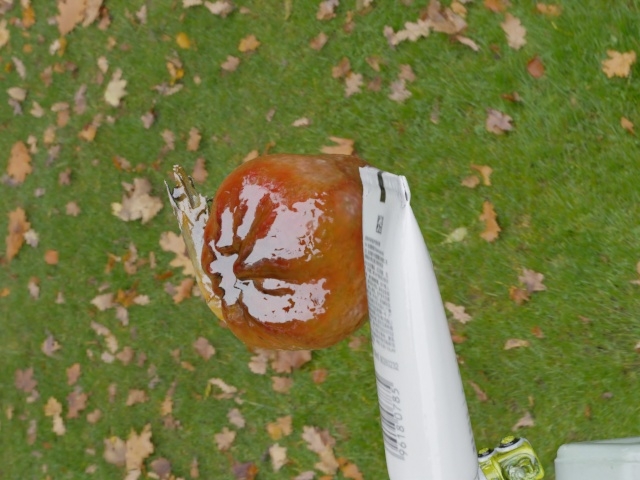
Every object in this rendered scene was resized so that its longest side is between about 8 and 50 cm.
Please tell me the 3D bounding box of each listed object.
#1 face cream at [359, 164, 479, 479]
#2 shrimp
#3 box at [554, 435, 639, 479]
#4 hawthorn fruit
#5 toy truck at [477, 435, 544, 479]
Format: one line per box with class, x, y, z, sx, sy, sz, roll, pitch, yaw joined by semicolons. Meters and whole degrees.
face cream;0.058;0.075;0.460;0.058;0.092;0.243;-13;101;-10
shrimp;-0.137;0.004;1.135;0.152;0.063;0.287;-21;99;11
box;0.393;0.311;0.815;0.175;0.312;0.182;-22;68;53
hawthorn fruit;0.000;0.000;0.819;0.224;0.261;0.224;32;135;38
toy truck;0.281;0.352;1.113;0.111;0.077;0.076;-26;90;0
